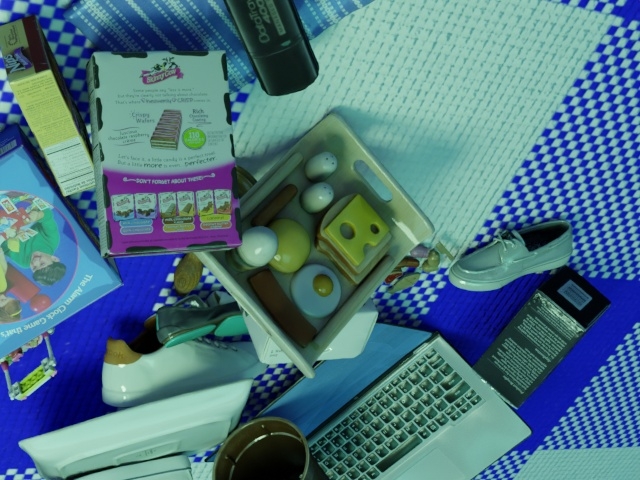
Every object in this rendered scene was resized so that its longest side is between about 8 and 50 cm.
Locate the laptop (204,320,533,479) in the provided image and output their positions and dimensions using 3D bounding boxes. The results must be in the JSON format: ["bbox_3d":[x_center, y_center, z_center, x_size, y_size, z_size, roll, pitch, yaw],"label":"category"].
[{"bbox_3d":[0.093,0.348,2.000,0.382,0.236,0.408,-41,100,17],"label":"laptop"}]

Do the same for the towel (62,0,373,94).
[{"bbox_3d":[-0.100,-0.287,1.395,0.336,0.040,0.243,-34,138,9],"label":"towel"}]

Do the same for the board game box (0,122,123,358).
[{"bbox_3d":[-0.457,0.046,1.456,0.347,0.078,0.233,-31,122,-2],"label":"board game box"}]

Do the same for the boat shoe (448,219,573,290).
[{"bbox_3d":[0.310,0.015,1.906,0.227,0.079,0.081,-15,129,-20],"label":"boat shoe"}]

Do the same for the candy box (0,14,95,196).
[{"bbox_3d":[-0.314,-0.155,1.367,0.053,0.109,0.187,-19,140,-6],"label":"candy box"}]

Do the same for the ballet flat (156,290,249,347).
[{"bbox_3d":[-0.163,0.109,1.744,0.203,0.074,0.074,-7,138,-45],"label":"ballet flat"}]

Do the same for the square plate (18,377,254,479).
[{"bbox_3d":[-0.274,0.310,1.818,0.344,0.049,0.347,-15,163,-12],"label":"square plate"}]

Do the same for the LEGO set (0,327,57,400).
[{"bbox_3d":[-0.407,0.119,1.607,0.132,0.107,0.287,11,127,-36],"label":"LEGO set"}]

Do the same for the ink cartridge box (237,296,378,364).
[{"bbox_3d":[-0.034,0.058,1.651,0.160,0.219,0.092,-3,135,-26],"label":"ink cartridge box"}]

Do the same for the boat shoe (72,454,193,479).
[{"bbox_3d":[-0.314,0.402,1.834,0.258,0.084,0.095,-9,162,-27],"label":"boat shoe"}]

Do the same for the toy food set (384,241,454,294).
[{"bbox_3d":[0.148,0.038,1.883,0.122,0.019,0.078,-29,140,15],"label":"toy food set"}]

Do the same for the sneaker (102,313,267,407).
[{"bbox_3d":[-0.195,0.167,1.776,0.290,0.106,0.123,-8,102,-42],"label":"sneaker"}]

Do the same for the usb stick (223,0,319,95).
[{"bbox_3d":[-0.072,-0.278,1.365,0.077,0.045,0.278,-19,137,5],"label":"usb stick"}]

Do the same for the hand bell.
[{"bbox_3d":[-0.171,0.009,1.639,0.126,0.126,0.242,-4,146,-25],"label":"hand bell"}]

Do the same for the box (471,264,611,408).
[{"bbox_3d":[0.380,0.166,2.022,0.153,0.108,0.207,-28,156,-55],"label":"box"}]

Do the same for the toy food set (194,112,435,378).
[{"bbox_3d":[0.000,0.000,1.523,0.306,0.220,0.092,-47,-171,-34],"label":"toy food set"}]

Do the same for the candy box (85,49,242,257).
[{"bbox_3d":[-0.183,-0.101,1.369,0.159,0.233,0.071,-3,176,-20],"label":"candy box"}]

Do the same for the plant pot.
[{"bbox_3d":[-0.064,0.393,1.879,0.167,0.167,0.165,-30,138,4],"label":"plant pot"}]
